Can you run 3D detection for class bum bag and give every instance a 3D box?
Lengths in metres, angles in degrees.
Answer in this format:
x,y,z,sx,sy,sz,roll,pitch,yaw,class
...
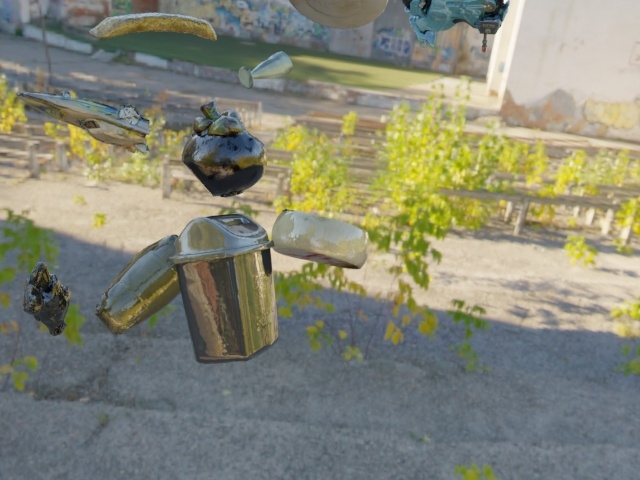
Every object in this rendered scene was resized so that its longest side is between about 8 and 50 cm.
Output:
x,y,z,sx,sy,sz,roll,pitch,yaw,class
-0.587,0.128,1.415,0.069,0.248,0.102,-1,67,-9,bum bag

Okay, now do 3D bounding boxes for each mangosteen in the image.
x,y,z,sx,sy,sz,roll,pitch,yaw,class
-0.303,-0.269,1.997,0.233,0.287,0.287,-39,29,1,mangosteen

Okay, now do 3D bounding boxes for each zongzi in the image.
x,y,z,sx,sy,sz,roll,pitch,yaw,class
-0.463,0.113,1.703,0.274,0.145,0.300,-43,16,-18,zongzi

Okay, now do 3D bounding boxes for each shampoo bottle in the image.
x,y,z,sx,sy,sz,roll,pitch,yaw,class
0.053,-0.611,1.372,0.273,0.273,0.266,12,65,11,shampoo bottle

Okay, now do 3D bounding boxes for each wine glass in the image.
x,y,z,sx,sy,sz,roll,pitch,yaw,class
-0.161,-0.495,1.908,0.155,0.073,0.073,-29,40,-35,wine glass

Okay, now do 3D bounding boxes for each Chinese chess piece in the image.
x,y,z,sx,sy,sz,roll,pitch,yaw,class
0.000,0.000,1.644,0.250,0.103,0.250,13,-7,2,Chinese chess piece

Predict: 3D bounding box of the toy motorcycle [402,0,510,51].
x,y,z,sx,sy,sz,roll,pitch,yaw,class
0.348,-0.586,1.713,0.272,0.182,0.123,7,64,12,toy motorcycle

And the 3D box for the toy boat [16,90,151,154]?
x,y,z,sx,sy,sz,roll,pitch,yaw,class
-0.367,-0.195,1.035,0.210,0.066,0.084,16,-20,-24,toy boat

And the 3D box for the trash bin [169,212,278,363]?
x,y,z,sx,sy,sz,roll,pitch,yaw,class
-0.188,0.091,1.347,0.182,0.290,0.209,-7,3,18,trash bin

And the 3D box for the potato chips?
x,y,z,sx,sy,sz,roll,pitch,yaw,class
-0.460,-0.615,1.886,0.407,0.080,0.057,-15,48,-42,potato chips
